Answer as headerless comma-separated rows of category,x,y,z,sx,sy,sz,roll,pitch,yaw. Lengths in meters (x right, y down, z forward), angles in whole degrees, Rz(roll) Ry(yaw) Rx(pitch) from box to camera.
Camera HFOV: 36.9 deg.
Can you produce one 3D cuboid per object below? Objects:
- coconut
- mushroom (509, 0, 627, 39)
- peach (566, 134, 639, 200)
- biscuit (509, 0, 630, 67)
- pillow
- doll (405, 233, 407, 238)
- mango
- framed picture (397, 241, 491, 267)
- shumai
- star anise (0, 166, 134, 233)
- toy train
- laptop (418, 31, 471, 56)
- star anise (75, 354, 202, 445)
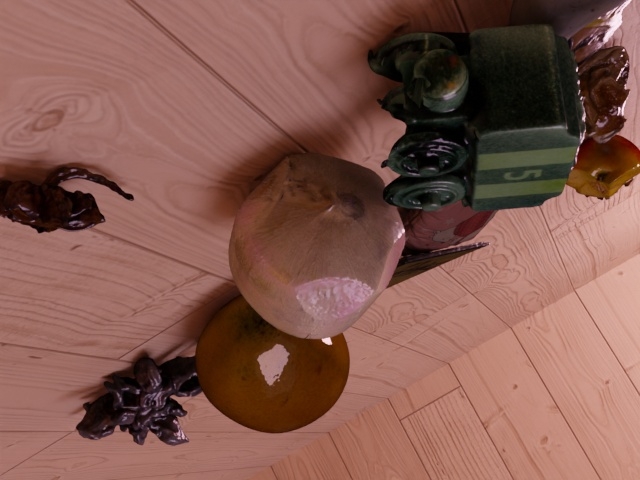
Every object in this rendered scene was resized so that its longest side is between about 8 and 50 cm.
coconut,-0.002,-0.002,1.234,0.227,0.227,0.230,-18,158,-28
mushroom,0.277,-0.275,1.084,0.118,0.103,0.270,15,156,-10
peach,0.531,-0.143,1.778,0.151,0.119,0.151,11,167,3
biscuit,0.305,-0.254,1.280,0.208,0.041,0.290,-14,156,-35
pillow,0.230,-0.048,1.645,0.223,0.084,0.236,-19,161,-29
doll,0.084,-0.018,1.564,0.115,0.078,0.150,14,164,-6
mango,-0.085,0.204,1.671,0.263,0.221,0.378,-23,151,-2
framed picture,0.118,0.073,1.794,0.255,0.014,0.338,-9,167,-46
shumai,0.409,-0.206,1.431,0.145,0.116,0.145,-26,162,-9
star anise,-0.262,-0.040,1.004,0.097,0.070,0.190,-6,173,25
toy train,0.180,-0.137,1.118,0.238,0.167,0.299,-4,164,5
laptop,0.183,-0.200,1.181,0.135,0.016,0.197,4,162,7
star anise,-0.319,0.292,1.725,0.282,0.129,0.212,-35,144,8
